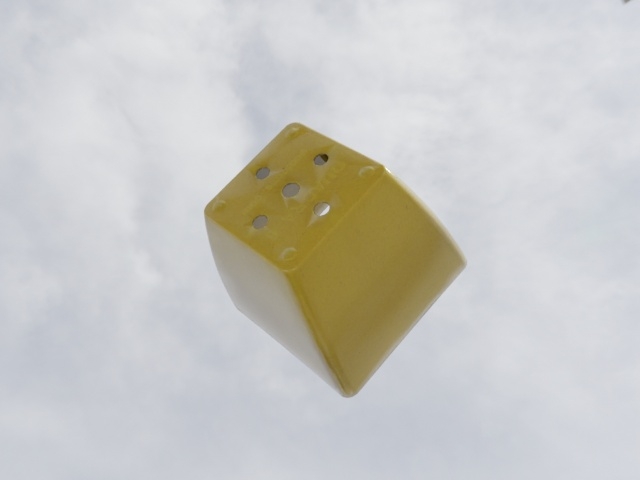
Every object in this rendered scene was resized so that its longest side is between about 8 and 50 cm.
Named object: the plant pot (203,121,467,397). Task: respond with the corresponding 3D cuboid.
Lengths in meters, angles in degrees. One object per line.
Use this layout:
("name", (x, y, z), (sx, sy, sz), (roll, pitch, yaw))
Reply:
("plant pot", (0.000, 0.000, 0.713), (0.212, 0.187, 0.212), (33, -107, 37))
